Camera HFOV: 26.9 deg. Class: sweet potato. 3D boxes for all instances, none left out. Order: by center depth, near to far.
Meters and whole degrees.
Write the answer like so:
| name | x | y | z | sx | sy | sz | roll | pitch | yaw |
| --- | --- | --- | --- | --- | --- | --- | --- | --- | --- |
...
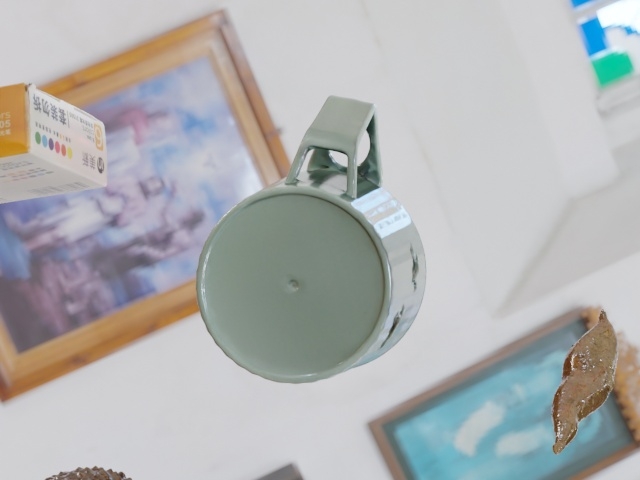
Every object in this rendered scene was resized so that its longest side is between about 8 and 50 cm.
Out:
| name | x | y | z | sx | sy | sz | roll | pitch | yaw |
| --- | --- | --- | --- | --- | --- | --- | --- | --- | --- |
| sweet potato | 0.310 | 0.178 | 1.582 | 0.068 | 0.226 | 0.068 | 17 | -42 | 16 |

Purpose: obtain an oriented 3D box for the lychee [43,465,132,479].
| name | x | y | z | sx | sy | sz | roll | pitch | yaw |
| --- | --- | --- | --- | --- | --- | --- | --- | --- | --- |
| lychee | -0.314 | 0.386 | 1.731 | 0.238 | 0.200 | 0.200 | -19 | -85 | 55 |

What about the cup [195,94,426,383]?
| name | x | y | z | sx | sy | sz | roll | pitch | yaw |
| --- | --- | --- | --- | --- | --- | --- | --- | --- | --- |
| cup | -0.023 | 0.009 | 1.909 | 0.392 | 0.310 | 0.400 | -13 | 86 | -83 |

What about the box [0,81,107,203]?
| name | x | y | z | sx | sy | sz | roll | pitch | yaw |
| --- | --- | --- | --- | --- | --- | --- | --- | --- | --- |
| box | -0.418 | -0.101 | 1.585 | 0.221 | 0.274 | 0.091 | 32 | 51 | -74 |
